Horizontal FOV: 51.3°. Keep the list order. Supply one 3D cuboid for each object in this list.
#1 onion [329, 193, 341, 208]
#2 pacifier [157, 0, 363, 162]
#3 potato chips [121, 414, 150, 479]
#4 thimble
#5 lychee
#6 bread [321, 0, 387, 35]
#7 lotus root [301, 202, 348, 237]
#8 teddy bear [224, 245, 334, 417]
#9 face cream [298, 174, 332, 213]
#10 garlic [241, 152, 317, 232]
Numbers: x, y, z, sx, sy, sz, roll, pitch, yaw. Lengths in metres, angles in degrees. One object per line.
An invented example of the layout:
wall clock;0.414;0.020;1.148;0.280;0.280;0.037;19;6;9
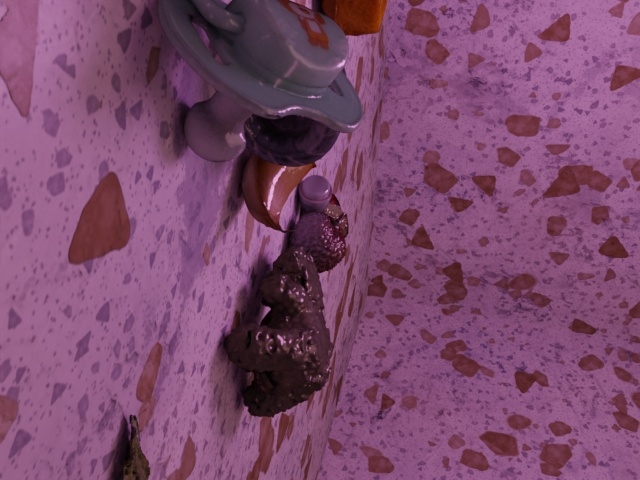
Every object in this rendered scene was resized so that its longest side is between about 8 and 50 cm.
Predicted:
onion;0.013;-0.096;2.005;0.107;0.097;0.107;-5;-96;62
pacifier;-0.108;-0.228;0.945;0.343;0.288;0.269;6;139;-50
potato chips;-0.274;0.351;0.982;0.092;0.028;0.207;-70;167;-52
thimble;-0.055;-0.264;1.182;0.172;0.205;0.236;-76;145;-49
lychee;0.000;0.000;1.779;0.197;0.165;0.165;-39;-177;18
bread;0.096;-0.665;1.688;0.312;0.172;0.312;10;90;-82
lotus root;0.007;-0.049;1.886;0.070;0.144;0.143;-5;97;-78
teddy bear;-0.084;0.185;1.539;0.357;0.224;0.367;83;4;-53
face cream;-0.015;-0.123;1.811;0.095;0.091;0.091;101;5;-53
garlic;-0.102;-0.110;1.303;0.115;0.128;0.206;-22;-140;48
